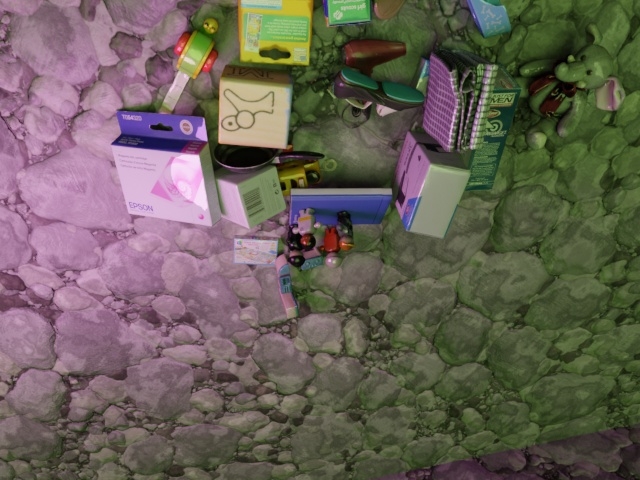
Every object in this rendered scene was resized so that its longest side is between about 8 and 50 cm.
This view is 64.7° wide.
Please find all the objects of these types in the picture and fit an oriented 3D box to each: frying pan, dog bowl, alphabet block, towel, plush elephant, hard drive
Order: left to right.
[{"bbox_3d":[-0.188,-0.389,1.469,0.197,0.193,0.192,4,118,-8],"label":"alphabet block"},{"bbox_3d":[-0.160,-0.272,1.542,0.326,0.197,0.053,-6,132,-5],"label":"frying pan"},{"bbox_3d":[0.059,-0.109,1.677,0.319,0.040,0.210,-1,157,-5],"label":"hard drive"},{"bbox_3d":[0.366,-0.390,1.397,0.122,0.283,0.234,0,120,-4],"label":"towel"},{"bbox_3d":[0.432,-0.691,1.381,0.074,0.166,0.297,-24,120,21],"label":"dog bowl"},{"bbox_3d":[0.722,-0.459,1.467,0.330,0.271,0.255,-16,162,-12],"label":"plush elephant"}]

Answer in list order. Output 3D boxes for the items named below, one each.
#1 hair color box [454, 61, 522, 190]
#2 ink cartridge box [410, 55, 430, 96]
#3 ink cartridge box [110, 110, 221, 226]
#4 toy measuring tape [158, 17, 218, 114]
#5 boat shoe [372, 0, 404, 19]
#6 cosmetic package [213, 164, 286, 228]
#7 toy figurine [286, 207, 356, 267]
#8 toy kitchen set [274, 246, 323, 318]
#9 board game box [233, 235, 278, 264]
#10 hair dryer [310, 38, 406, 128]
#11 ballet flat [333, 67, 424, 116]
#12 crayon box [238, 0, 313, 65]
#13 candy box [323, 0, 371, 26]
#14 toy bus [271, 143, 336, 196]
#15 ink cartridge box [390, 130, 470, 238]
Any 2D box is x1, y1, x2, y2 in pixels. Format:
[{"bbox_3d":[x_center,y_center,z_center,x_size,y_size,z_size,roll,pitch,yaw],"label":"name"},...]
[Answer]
[{"bbox_3d":[0.486,-0.338,1.534,0.105,0.173,0.347,-4,134,-4],"label":"hair color box"},{"bbox_3d":[0.380,-0.484,1.545,0.182,0.061,0.104,10,118,-12],"label":"ink cartridge box"},{"bbox_3d":[-0.477,-0.216,1.537,0.324,0.071,0.330,9,123,20],"label":"ink cartridge box"},{"bbox_3d":[-0.384,-0.481,1.443,0.121,0.121,0.330,29,113,-20],"label":"toy measuring tape"},{"bbox_3d":[0.188,-0.751,1.357,0.103,0.092,0.285,-9,126,-20],"label":"boat shoe"},{"bbox_3d":[-0.233,-0.151,1.578,0.151,0.184,0.151,-32,126,-31],"label":"cosmetic package"},{"bbox_3d":[0.000,0.000,1.682,0.213,0.148,0.209,6,156,-19],"label":"toy figurine"},{"bbox_3d":[-0.064,0.152,1.827,0.166,0.122,0.207,-13,129,-11],"label":"toy kitchen set"},{"bbox_3d":[-0.231,0.036,1.803,0.154,0.026,0.103,3,120,-8],"label":"board game box"},{"bbox_3d":[0.131,-0.499,1.523,0.294,0.080,0.224,-38,132,21],"label":"hair dryer"},{"bbox_3d":[0.165,-0.428,1.490,0.281,0.095,0.096,13,139,-16],"label":"ballet flat"},{"bbox_3d":[-0.123,-0.657,1.385,0.203,0.083,0.322,1,119,-6],"label":"crayon box"},{"bbox_3d":[0.055,-0.720,1.259,0.122,0.268,0.317,-6,120,2],"label":"candy box"},{"bbox_3d":[-0.069,-0.201,1.638,0.191,0.104,0.202,29,113,-20],"label":"toy bus"},{"bbox_3d":[0.326,-0.183,1.571,0.129,0.307,0.223,10,118,-8],"label":"ink cartridge box"}]
